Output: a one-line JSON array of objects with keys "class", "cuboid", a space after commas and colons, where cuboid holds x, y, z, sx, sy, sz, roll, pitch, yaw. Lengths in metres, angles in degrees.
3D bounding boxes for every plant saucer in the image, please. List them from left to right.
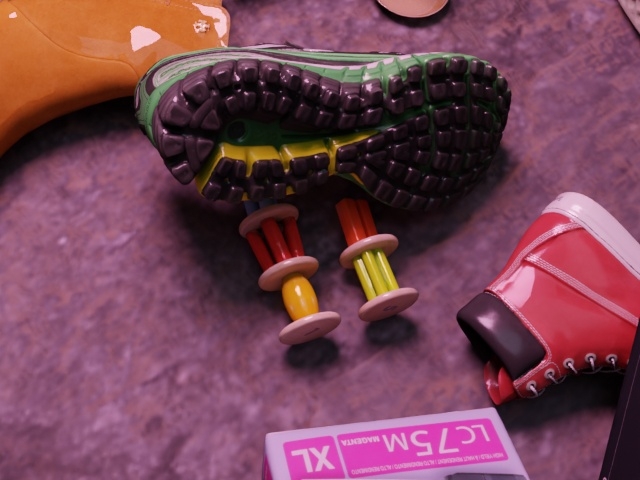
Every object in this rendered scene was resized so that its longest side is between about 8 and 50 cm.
[{"class": "plant saucer", "cuboid": [0.086, -0.250, 0.957, 0.083, 0.015, 0.083, 4, 66, -9]}]

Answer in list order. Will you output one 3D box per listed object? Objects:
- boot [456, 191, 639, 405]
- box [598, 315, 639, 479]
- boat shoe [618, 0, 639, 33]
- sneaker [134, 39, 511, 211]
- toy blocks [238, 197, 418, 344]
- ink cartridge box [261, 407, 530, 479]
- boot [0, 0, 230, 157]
[{"class": "boot", "cuboid": [0.236, 0.102, 0.792, 0.244, 0.088, 0.176, 41, 76, 6]}, {"class": "box", "cuboid": [0.282, 0.134, 0.667, 0.103, 0.184, 0.261, 13, 94, -6]}, {"class": "boat shoe", "cuboid": [0.401, -0.261, 0.931, 0.156, 0.187, 0.500, -16, 74, -22]}, {"class": "sneaker", "cuboid": [0.013, -0.113, 0.802, 0.344, 0.134, 0.146, 2, 25, -31]}, {"class": "toy blocks", "cuboid": [0.000, 0.000, 0.806, 0.123, 0.054, 0.148, -16, 69, -15]}, {"class": "ink cartridge box", "cuboid": [0.078, 0.245, 0.628, 0.186, 0.065, 0.311, -4, 39, -12]}, {"class": "boot", "cuboid": [-0.187, -0.144, 0.813, 0.211, 0.104, 0.295, 12, 60, -4]}]
